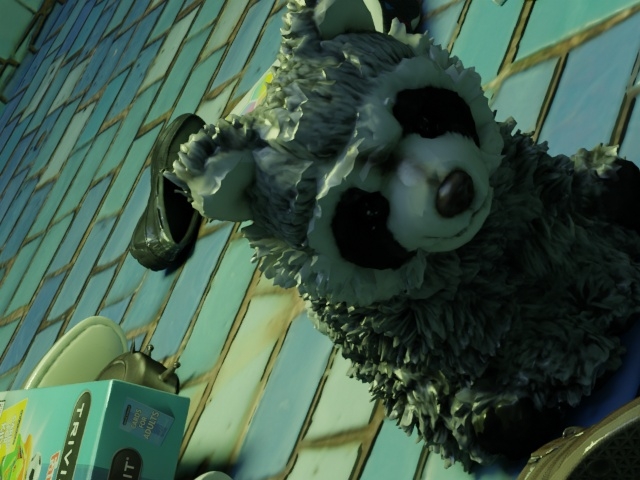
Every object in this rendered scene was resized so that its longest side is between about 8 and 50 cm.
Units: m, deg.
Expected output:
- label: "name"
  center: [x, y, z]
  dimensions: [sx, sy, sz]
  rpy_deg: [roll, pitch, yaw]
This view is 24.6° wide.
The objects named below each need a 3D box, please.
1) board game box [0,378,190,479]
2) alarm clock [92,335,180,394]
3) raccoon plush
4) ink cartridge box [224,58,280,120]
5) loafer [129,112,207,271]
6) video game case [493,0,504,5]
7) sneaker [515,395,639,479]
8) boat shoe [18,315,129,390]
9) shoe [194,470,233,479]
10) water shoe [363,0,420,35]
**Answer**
- label: "board game box"
  center: [-0.245, 0.262, 1.330]
  dimensions: [0.336, 0.079, 0.254]
  rpy_deg: [-15, 61, 60]
- label: "alarm clock"
  center: [-0.215, 0.192, 1.488]
  dimensions: [0.192, 0.064, 0.129]
  rpy_deg: [-61, 22, -6]
- label: "raccoon plush"
  center: [0.000, 0.000, 0.977]
  dimensions: [0.446, 0.299, 0.216]
  rpy_deg: [-20, 40, 57]
- label: "ink cartridge box"
  center: [-0.035, -0.146, 1.593]
  dimensions: [0.209, 0.062, 0.109]
  rpy_deg: [-45, 23, 23]
- label: "loafer"
  center: [-0.164, -0.064, 1.740]
  dimensions: [0.078, 0.076, 0.223]
  rpy_deg: [-27, 39, 41]
- label: "video game case"
  center: [0.180, -0.275, 1.395]
  dimensions: [0.087, 0.011, 0.122]
  rpy_deg: [-49, 22, 14]
- label: "sneaker"
  center: [0.146, 0.124, 0.806]
  dimensions: [0.188, 0.066, 0.071]
  rpy_deg: [-44, 23, 25]
- label: "boat shoe"
  center: [-0.300, 0.219, 1.557]
  dimensions: [0.091, 0.109, 0.305]
  rpy_deg: [-9, 53, 55]
- label: "shoe"
  center: [-0.113, 0.268, 1.148]
  dimensions: [0.081, 0.063, 0.178]
  rpy_deg: [-31, 36, 37]
- label: "water shoe"
  center: [0.052, -0.204, 1.479]
  dimensions: [0.080, 0.073, 0.203]
  rpy_deg: [-47, 22, 27]
